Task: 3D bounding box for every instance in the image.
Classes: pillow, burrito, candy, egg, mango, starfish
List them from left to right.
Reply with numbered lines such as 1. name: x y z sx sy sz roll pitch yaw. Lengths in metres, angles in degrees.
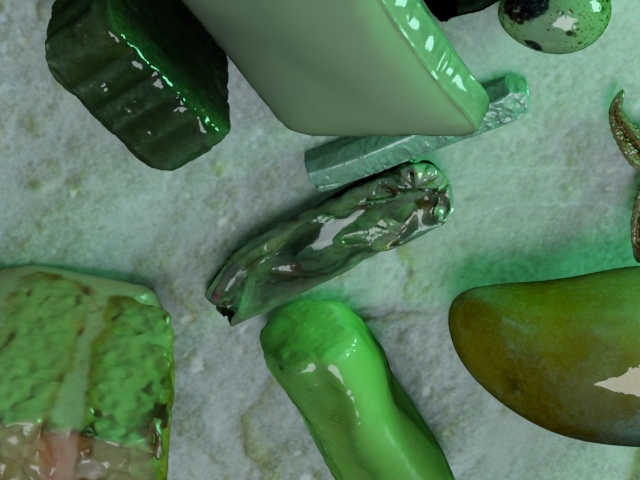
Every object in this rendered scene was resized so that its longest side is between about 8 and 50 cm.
1. pillow: -0.009 -0.215 1.681 0.255 0.120 0.322 3 141 45
2. burrito: 0.002 0.001 1.929 0.309 0.066 0.096 -29 129 19
3. candy: 0.048 0.216 2.061 0.132 0.142 0.343 -14 129 21
4. egg: 0.229 -0.225 1.762 0.110 0.085 0.085 4 129 6
5. mango: 0.326 0.123 1.980 0.384 0.199 0.221 8 161 -7
6. starfish: 0.377 -0.080 1.916 0.213 0.057 0.238 21 123 -17

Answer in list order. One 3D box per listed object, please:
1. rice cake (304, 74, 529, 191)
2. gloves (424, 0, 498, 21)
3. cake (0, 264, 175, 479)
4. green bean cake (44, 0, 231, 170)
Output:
1. rice cake: 0.101 -0.111 1.863 0.245 0.045 0.042 -20 127 10
2. gloves: 0.220 -0.314 1.648 0.301 0.152 0.197 -6 137 -2
3. cake: -0.313 0.213 1.926 0.306 0.293 0.314 6 124 -4
4. green bean cake: -0.169 -0.177 1.692 0.094 0.185 0.183 -31 124 24
